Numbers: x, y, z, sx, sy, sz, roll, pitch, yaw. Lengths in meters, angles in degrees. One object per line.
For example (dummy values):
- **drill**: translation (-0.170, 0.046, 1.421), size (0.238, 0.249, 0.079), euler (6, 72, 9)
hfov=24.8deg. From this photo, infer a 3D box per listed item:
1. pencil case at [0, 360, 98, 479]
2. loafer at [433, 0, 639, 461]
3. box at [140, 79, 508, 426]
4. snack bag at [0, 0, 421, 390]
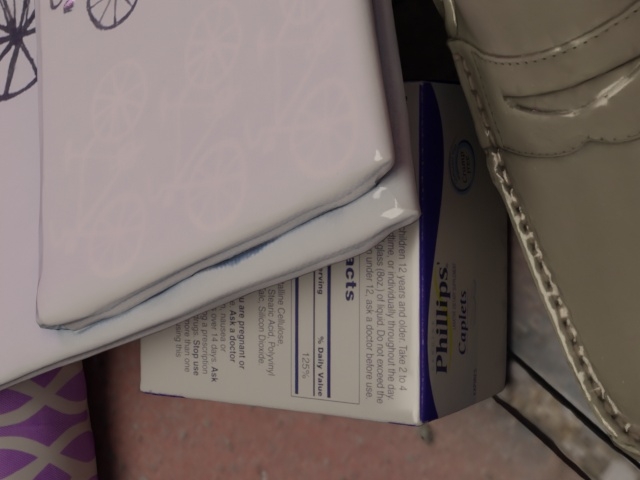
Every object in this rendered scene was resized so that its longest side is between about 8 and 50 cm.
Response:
- **pencil case**: translation (-0.149, 0.129, 0.689), size (0.088, 0.086, 0.206), euler (5, 96, 61)
- **loafer**: translation (0.085, -0.074, 0.490), size (0.112, 0.111, 0.319), euler (-19, 84, 34)
- **box**: translation (0.000, 0.000, 0.579), size (0.137, 0.072, 0.126), euler (3, 95, 34)
- **snack bag**: translation (-0.113, -0.102, 0.607), size (0.343, 0.037, 0.323), euler (-24, 63, 36)
